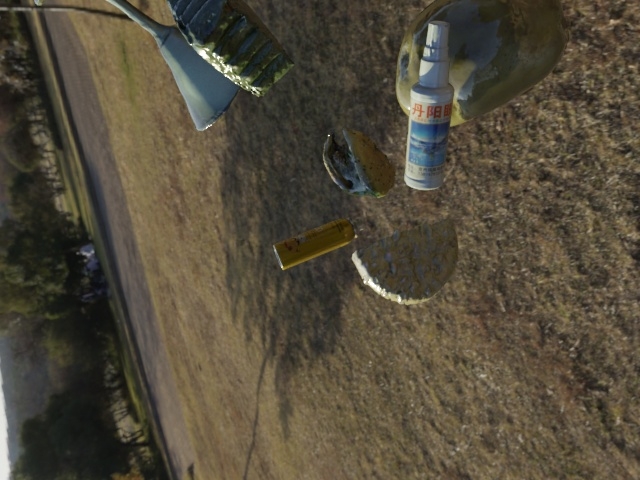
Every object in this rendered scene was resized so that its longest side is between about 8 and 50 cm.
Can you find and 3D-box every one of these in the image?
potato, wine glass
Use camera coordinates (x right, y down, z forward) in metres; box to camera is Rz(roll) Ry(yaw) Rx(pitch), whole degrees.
[{"bbox_3d":[0.294,-0.363,0.976,0.326,0.243,0.221,-30,29,29],"label":"potato"},{"bbox_3d":[-0.357,-0.457,1.088,0.267,0.405,0.267,-39,33,31],"label":"wine glass"}]

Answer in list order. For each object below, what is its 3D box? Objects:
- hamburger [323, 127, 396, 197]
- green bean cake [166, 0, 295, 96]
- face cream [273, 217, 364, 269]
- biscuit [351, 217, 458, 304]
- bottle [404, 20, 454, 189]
[{"bbox_3d":[0.141,-0.256,1.822,0.167,0.288,0.193,-25,41,35],"label":"hamburger"},{"bbox_3d":[-0.147,-0.332,0.805,0.094,0.181,0.173,-42,57,15],"label":"green bean cake"},{"bbox_3d":[0.000,0.000,1.919,0.105,0.348,0.105,159,90,-81],"label":"face cream"},{"bbox_3d":[0.211,0.059,1.190,0.084,0.280,0.179,-23,82,66],"label":"biscuit"},{"bbox_3d":[0.146,-0.176,0.681,0.060,0.060,0.217,39,140,48],"label":"bottle"}]
